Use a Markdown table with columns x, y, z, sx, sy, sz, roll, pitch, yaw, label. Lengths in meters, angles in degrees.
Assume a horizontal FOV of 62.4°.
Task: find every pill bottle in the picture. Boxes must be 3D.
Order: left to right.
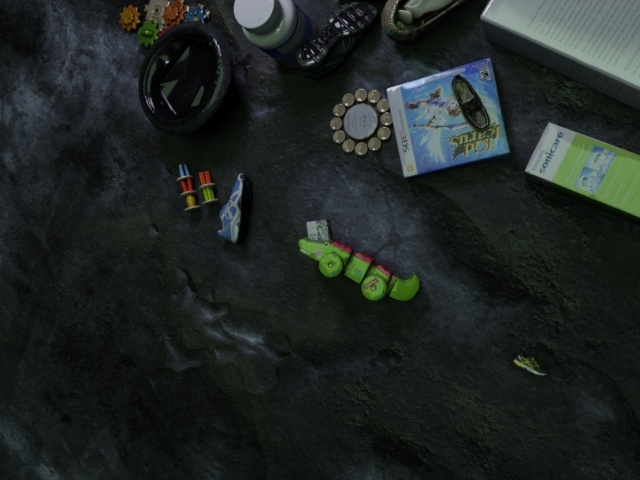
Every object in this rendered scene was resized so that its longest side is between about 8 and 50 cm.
| x | y | z | sx | sy | sz | roll | pitch | yaw | label |
| --- | --- | --- | --- | --- | --- | --- | --- | --- | --- |
| -0.116 | -0.572 | 1.406 | 0.153 | 0.272 | 0.152 | 0 | 91 | 21 | pill bottle |

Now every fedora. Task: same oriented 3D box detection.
| x | y | z | sx | sy | sz | roll | pitch | yaw | label |
| --- | --- | --- | --- | --- | --- | --- | --- | --- | --- |
| -0.373 | -0.467 | 1.571 | 0.334 | 0.152 | 0.333 | 1 | 93 | 23 | fedora |

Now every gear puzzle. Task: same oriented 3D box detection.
| x | y | z | sx | sy | sz | roll | pitch | yaw | label |
| --- | --- | --- | --- | --- | --- | --- | --- | --- | --- |
| -0.512 | -0.694 | 1.678 | 0.339 | 0.044 | 0.175 | 21 | 99 | 19 | gear puzzle |

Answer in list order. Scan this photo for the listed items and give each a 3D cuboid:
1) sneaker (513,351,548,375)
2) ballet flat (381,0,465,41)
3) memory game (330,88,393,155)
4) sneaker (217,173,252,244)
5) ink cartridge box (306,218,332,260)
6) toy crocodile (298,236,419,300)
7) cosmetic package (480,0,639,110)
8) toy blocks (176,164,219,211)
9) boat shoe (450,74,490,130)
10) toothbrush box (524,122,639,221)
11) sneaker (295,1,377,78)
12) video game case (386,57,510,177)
| x | y | z | sx | sy | sz | roll | pitch | yaw | label |
| --- | --- | --- | --- | --- | --- | --- | --- | --- | --- |
| 0.524 | 0.306 | 1.308 | 0.083 | 0.031 | 0.035 | 22 | 98 | 19 | sneaker |
| 0.354 | -0.658 | 1.270 | 0.483 | 0.182 | 0.164 | -38 | 107 | 17 | ballet flat |
| 0.113 | -0.327 | 1.463 | 0.186 | 0.012 | 0.186 | 1 | 92 | 21 | memory game |
| -0.258 | -0.097 | 1.574 | 0.081 | 0.080 | 0.211 | 12 | 94 | 17 | sneaker |
| 0.000 | 0.000 | 1.504 | 0.063 | 0.029 | 0.114 | -7 | 88 | 21 | ink cartridge box |
| 0.098 | 0.069 | 1.415 | 0.341 | 0.115 | 0.105 | 27 | 100 | 11 | toy crocodile |
| 0.622 | -0.486 | 1.183 | 0.453 | 0.161 | 0.230 | 34 | 103 | 17 | cosmetic package |
| -0.385 | -0.175 | 1.636 | 0.123 | 0.054 | 0.148 | -18 | 84 | 21 | toy blocks |
| 0.360 | -0.334 | 1.282 | 0.056 | 0.049 | 0.152 | -33 | 80 | 17 | boat shoe |
| 0.613 | -0.141 | 1.171 | 0.283 | 0.206 | 0.122 | 26 | 100 | 19 | toothbrush box |
| 0.044 | -0.546 | 1.445 | 0.267 | 0.106 | 0.101 | -39 | 72 | -3 | sneaker |
| 0.325 | -0.306 | 1.356 | 0.270 | 0.061 | 0.244 | -12 | 88 | 21 | video game case |
